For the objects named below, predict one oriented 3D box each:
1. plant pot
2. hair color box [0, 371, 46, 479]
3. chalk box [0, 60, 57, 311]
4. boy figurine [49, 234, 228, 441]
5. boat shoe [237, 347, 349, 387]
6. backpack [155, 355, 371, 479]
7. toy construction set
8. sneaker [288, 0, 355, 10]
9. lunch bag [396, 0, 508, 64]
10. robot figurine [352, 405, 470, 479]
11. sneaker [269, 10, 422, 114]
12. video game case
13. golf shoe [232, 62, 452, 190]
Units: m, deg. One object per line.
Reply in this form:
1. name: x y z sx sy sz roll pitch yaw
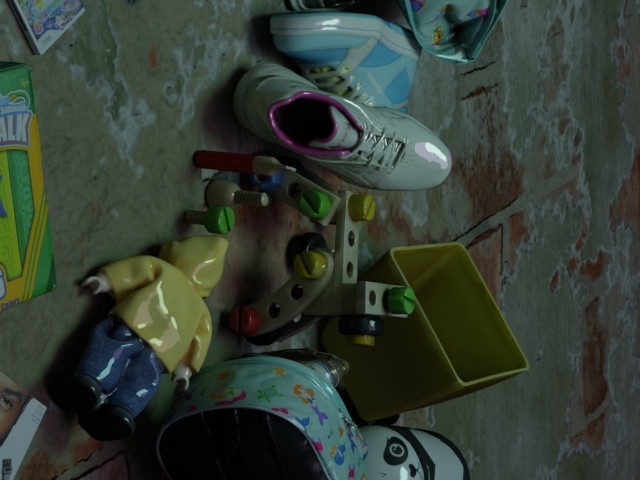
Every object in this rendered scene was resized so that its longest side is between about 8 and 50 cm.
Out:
1. plant pot: 0.131 0.143 2.249 0.212 0.187 0.212 -5 64 -56
2. hair color box: -0.362 0.226 1.666 0.093 0.053 0.167 49 54 -48
3. chalk box: -0.378 -0.075 1.470 0.180 0.179 0.289 -28 119 -53
4. boy figurine: -0.202 0.089 1.853 0.177 0.092 0.285 45 51 -20
5. boat shoe: -0.034 0.171 2.039 0.066 0.183 0.066 -22 107 -38
6. backpack: -0.068 0.254 1.907 0.253 0.225 0.191 60 30 -31
7. toy construction set: 0.000 0.000 2.014 0.309 0.237 0.257 51 54 -48
8. sneaker: 0.028 -0.347 2.144 0.170 0.075 0.063 -34 123 -50
9. lunch bag: 0.157 -0.397 2.200 0.262 0.160 0.223 66 4 -48
10. robot figurine: 0.113 0.353 2.309 0.278 0.209 0.173 17 104 -57
11. sneaker: 0.036 -0.195 2.140 0.319 0.127 0.208 4 91 -56
12. video game case: -0.302 -0.272 1.707 0.087 0.011 0.122 -55 138 -37
13. golf shoe: 0.038 -0.125 2.023 0.306 0.140 0.115 18 100 -19
